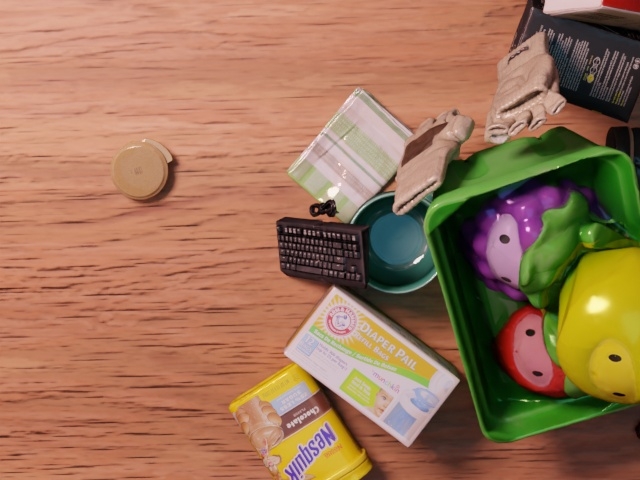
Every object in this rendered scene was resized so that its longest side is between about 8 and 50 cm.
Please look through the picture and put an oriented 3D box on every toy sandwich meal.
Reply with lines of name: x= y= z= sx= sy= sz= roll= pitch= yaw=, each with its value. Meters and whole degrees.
toy sandwich meal: x=-0.236 y=-0.096 z=1.742 sx=0.085 sy=0.029 sz=0.086 roll=1 pitch=99 yaw=4

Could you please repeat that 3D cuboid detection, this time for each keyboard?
keyboard: x=0.000 y=0.000 z=1.677 sx=0.023 sy=0.180 sz=0.108 roll=-4 pitch=97 yaw=-37

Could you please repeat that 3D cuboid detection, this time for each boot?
boot: x=0.442 y=-0.048 z=1.696 sx=0.137 sy=0.077 sz=0.198 roll=-1 pitch=96 yaw=-3

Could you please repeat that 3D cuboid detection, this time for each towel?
towel: x=0.044 y=-0.110 z=1.730 sx=0.113 sy=0.023 sz=0.152 roll=41 pitch=95 yaw=0

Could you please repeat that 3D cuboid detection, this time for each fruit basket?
fruit basket: x=0.293 y=0.083 z=1.522 sx=0.283 sy=0.392 sz=0.392 roll=-17 pitch=94 yaw=4

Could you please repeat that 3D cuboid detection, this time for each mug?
mug: x=0.111 y=-0.004 z=1.698 sx=0.157 sy=0.097 sz=0.129 roll=-17 pitch=93 yaw=3

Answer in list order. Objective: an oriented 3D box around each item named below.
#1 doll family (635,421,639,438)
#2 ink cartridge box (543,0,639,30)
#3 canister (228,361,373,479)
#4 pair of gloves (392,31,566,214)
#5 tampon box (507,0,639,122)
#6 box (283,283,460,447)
doll family: x=0.478 y=0.205 z=1.713 sx=0.111 sy=0.076 sz=0.193 roll=7 pitch=98 yaw=-3
ink cartridge box: x=0.426 y=-0.402 z=1.548 sx=0.272 sy=0.130 sz=0.309 roll=5 pitch=94 yaw=-23
canister: x=-0.028 y=0.257 z=1.738 sx=0.126 sy=0.073 sz=0.170 roll=-33 pitch=91 yaw=4
pair of gloves: x=0.181 y=-0.131 z=1.537 sx=0.240 sy=0.204 sz=0.042 roll=-38 pitch=107 yaw=20
tampon box: x=0.321 y=-0.229 z=1.650 sx=0.161 sy=0.120 sz=0.101 roll=19 pitch=110 yaw=2
box: x=0.066 y=0.155 z=1.710 sx=0.203 sy=0.103 sz=0.114 roll=36 pitch=95 yaw=-1
